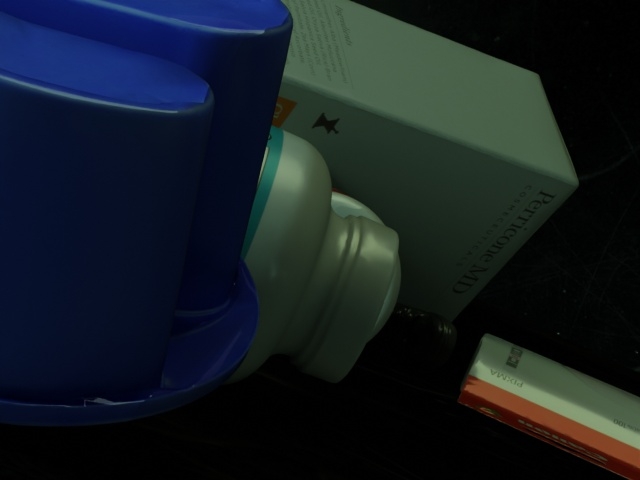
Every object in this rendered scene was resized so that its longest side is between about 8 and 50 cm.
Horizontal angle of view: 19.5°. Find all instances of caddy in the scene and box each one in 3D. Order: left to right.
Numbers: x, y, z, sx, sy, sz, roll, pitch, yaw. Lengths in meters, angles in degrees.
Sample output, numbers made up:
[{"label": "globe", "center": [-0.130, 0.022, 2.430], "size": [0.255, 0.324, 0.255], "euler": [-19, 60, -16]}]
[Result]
[{"label": "caddy", "center": [-0.176, -0.047, 0.759], "size": [0.341, 0.179, 0.241], "euler": [23, 27, 6]}]

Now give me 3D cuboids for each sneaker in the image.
[{"label": "sneaker", "center": [0.040, 0.068, 1.608], "size": [0.089, 0.051, 0.170], "euler": [21, -2, -29]}]

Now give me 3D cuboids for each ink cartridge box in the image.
[{"label": "ink cartridge box", "center": [0.212, 0.140, 1.553], "size": [0.189, 0.066, 0.232], "euler": [23, -2, 6]}]

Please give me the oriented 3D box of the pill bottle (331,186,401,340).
[{"label": "pill bottle", "center": [-0.017, 0.014, 1.393], "size": [0.121, 0.121, 0.221], "euler": [22, 3, -11]}]

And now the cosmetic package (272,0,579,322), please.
[{"label": "cosmetic package", "center": [-0.014, -0.094, 1.728], "size": [0.453, 0.230, 0.161], "euler": [16, 40, -30]}]

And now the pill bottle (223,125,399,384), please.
[{"label": "pill bottle", "center": [-0.095, -0.013, 1.003], "size": [0.264, 0.146, 0.146], "euler": [23, 3, -10]}]
